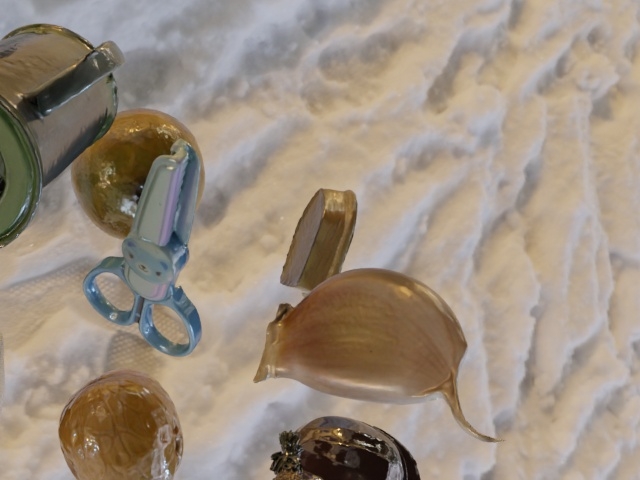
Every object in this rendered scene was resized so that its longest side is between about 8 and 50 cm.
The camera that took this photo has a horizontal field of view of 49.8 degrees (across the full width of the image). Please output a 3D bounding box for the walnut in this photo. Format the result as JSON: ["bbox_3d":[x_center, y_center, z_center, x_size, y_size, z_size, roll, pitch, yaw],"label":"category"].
[{"bbox_3d":[-0.317,0.320,1.108,0.195,0.195,0.221,-23,109,-37],"label":"walnut"}]

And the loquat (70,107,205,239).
[{"bbox_3d":[-0.302,-0.109,1.169,0.244,0.244,0.243,7,78,-36],"label":"loquat"}]

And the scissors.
[{"bbox_3d":[-0.143,0.012,0.597,0.125,0.256,0.030,31,47,3],"label":"scissors"}]

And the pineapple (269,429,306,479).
[{"bbox_3d":[-0.056,0.412,1.234,0.074,0.074,0.159,40,27,-25],"label":"pineapple"}]

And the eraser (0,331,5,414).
[{"bbox_3d":[-0.622,0.294,1.066,0.331,0.331,0.149,-13,126,-38],"label":"eraser"}]

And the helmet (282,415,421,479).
[{"bbox_3d":[0.052,0.479,1.442,0.177,0.306,0.224,59,44,-56],"label":"helmet"}]

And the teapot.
[{"bbox_3d":[-0.350,-0.160,0.827,0.200,0.271,0.337,55,16,-22],"label":"teapot"}]

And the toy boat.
[{"bbox_3d":[0.000,0.000,1.092,0.061,0.116,0.188,21,83,-19],"label":"toy boat"}]

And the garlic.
[{"bbox_3d":[0.081,0.105,0.706,0.129,0.267,0.148,25,75,-51],"label":"garlic"}]
